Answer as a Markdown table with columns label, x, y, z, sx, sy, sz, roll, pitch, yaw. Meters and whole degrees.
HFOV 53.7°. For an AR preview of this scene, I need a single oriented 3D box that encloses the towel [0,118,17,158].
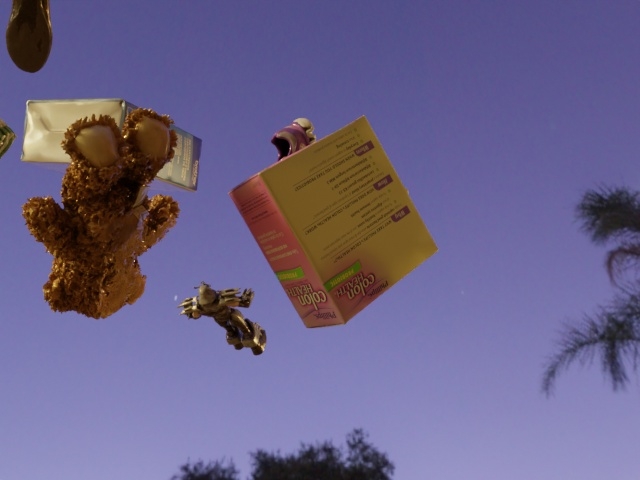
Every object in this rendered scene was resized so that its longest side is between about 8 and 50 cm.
| label | x | y | z | sx | sy | sz | roll | pitch | yaw |
| --- | --- | --- | --- | --- | --- | --- | --- | --- | --- |
| towel | -0.386 | -0.126 | 0.628 | 0.113 | 0.023 | 0.152 | -36 | -77 | 32 |

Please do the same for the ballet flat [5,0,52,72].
| label | x | y | z | sx | sy | sz | roll | pitch | yaw |
| --- | --- | --- | --- | --- | --- | --- | --- | --- | --- |
| ballet flat | -0.533 | -0.431 | 1.160 | 0.084 | 0.058 | 0.250 | 6 | -54 | -12 |

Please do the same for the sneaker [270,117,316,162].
| label | x | y | z | sx | sy | sz | roll | pitch | yaw |
| --- | --- | --- | --- | --- | --- | --- | --- | --- | --- |
| sneaker | -0.048 | -0.162 | 1.459 | 0.095 | 0.104 | 0.237 | -21 | -92 | 51 |

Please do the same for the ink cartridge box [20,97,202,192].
| label | x | y | z | sx | sy | sz | roll | pitch | yaw |
| --- | --- | --- | --- | --- | --- | --- | --- | --- | --- |
| ink cartridge box | -0.470 | -0.212 | 1.529 | 0.269 | 0.151 | 0.395 | 4 | -7 | 19 |

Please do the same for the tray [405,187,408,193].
| label | x | y | z | sx | sy | sz | roll | pitch | yaw |
| --- | --- | --- | --- | --- | --- | --- | --- | --- | --- |
| tray | 0.055 | -0.044 | 1.375 | 0.270 | 0.030 | 0.145 | 0 | -86 | 6 |

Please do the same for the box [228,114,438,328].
| label | x | y | z | sx | sy | sz | roll | pitch | yaw |
| --- | --- | --- | --- | --- | --- | --- | --- | --- | --- |
| box | 0.023 | -0.027 | 0.959 | 0.243 | 0.213 | 0.117 | 60 | -31 | -6 |

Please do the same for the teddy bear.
| label | x | y | z | sx | sy | sz | roll | pitch | yaw |
| --- | --- | --- | --- | --- | --- | --- | --- | --- | --- |
| teddy bear | -0.314 | -0.043 | 0.920 | 0.113 | 0.245 | 0.338 | 33 | -40 | 19 |

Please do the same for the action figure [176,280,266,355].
| label | x | y | z | sx | sy | sz | roll | pitch | yaw |
| --- | --- | --- | --- | --- | --- | --- | --- | --- | --- |
| action figure | -0.237 | 0.182 | 1.569 | 0.185 | 0.099 | 0.285 | -5 | -38 | 19 |
